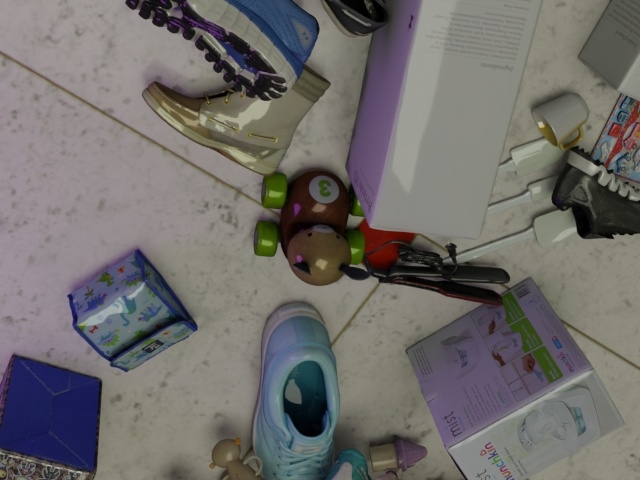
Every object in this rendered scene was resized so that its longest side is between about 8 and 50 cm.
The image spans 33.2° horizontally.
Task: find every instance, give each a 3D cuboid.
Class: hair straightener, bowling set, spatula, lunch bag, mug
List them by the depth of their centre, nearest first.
[{"bbox_3d":[0.341,-0.172,1.508,0.064,0.062,0.078,-33,159,-2],"label":"mug"},{"bbox_3d":[-0.264,0.112,1.527,0.129,0.096,0.151,-31,131,4],"label":"lunch bag"},{"bbox_3d":[0.265,-0.045,1.572,0.242,0.019,0.168,-21,118,1],"label":"spatula"},{"bbox_3d":[0.170,0.033,1.578,0.230,0.047,0.089,13,116,-5],"label":"hair straightener"},{"bbox_3d":[-0.167,0.444,1.694,0.287,0.200,0.154,-41,73,7],"label":"bowling set"}]

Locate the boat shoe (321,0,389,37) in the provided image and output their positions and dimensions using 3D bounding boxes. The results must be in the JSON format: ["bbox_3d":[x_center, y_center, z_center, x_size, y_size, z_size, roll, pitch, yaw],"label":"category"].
[{"bbox_3d":[0.012,-0.333,1.309,0.206,0.065,0.075,46,68,-31],"label":"boat shoe"}]

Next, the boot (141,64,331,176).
[{"bbox_3d":[-0.109,-0.196,1.407,0.213,0.077,0.165,27,109,-25],"label":"boot"}]

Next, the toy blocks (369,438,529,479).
[{"bbox_3d":[0.228,0.456,1.663,0.260,0.288,0.309,-8,114,0],"label":"toy blocks"}]

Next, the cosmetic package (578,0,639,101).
[{"bbox_3d":[0.470,-0.272,1.420,0.151,0.151,0.184,20,111,-17],"label":"cosmetic package"}]

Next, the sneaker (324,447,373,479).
[{"bbox_3d":[0.054,0.414,1.682,0.107,0.110,0.275,14,150,12],"label":"sneaker"}]

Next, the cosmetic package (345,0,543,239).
[{"bbox_3d":[0.152,-0.218,1.363,0.156,0.217,0.385,8,112,-12],"label":"cosmetic package"}]

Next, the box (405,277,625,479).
[{"bbox_3d":[0.271,0.208,1.560,0.231,0.262,0.127,-32,116,6],"label":"box"}]

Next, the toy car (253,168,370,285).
[{"bbox_3d":[0.000,0.000,1.456,0.155,0.188,0.149,5,115,-12],"label":"toy car"}]

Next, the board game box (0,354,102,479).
[{"bbox_3d":[-0.431,0.356,1.536,0.141,0.232,0.291,19,112,-17],"label":"board game box"}]

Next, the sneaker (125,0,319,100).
[{"bbox_3d":[-0.139,-0.324,1.325,0.330,0.130,0.147,41,61,-9],"label":"sneaker"}]

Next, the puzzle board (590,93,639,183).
[{"bbox_3d":[0.455,-0.151,1.555,0.096,0.011,0.128,16,113,-16],"label":"puzzle board"}]

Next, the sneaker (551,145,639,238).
[{"bbox_3d":[0.424,-0.038,1.559,0.234,0.078,0.106,30,99,-23],"label":"sneaker"}]

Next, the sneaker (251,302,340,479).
[{"bbox_3d":[-0.037,0.285,1.610,0.135,0.150,0.366,-6,116,-5],"label":"sneaker"}]
